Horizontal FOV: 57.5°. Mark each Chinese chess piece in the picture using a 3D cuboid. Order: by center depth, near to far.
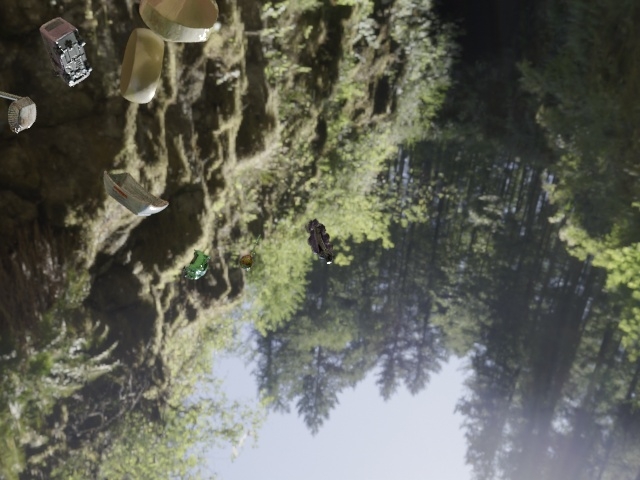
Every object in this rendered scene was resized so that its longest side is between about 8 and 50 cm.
[{"bbox_3d":[-0.656,-0.640,2.137,0.102,0.273,0.273,9,-158,-30],"label":"Chinese chess piece"}]

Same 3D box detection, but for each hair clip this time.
[{"bbox_3d":[0.002,-0.001,2.354,0.124,0.052,0.195,-6,-109,-48],"label":"hair clip"}]

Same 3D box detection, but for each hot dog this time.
[{"bbox_3d":[-0.997,-0.421,1.943,0.059,0.108,0.191,0,-161,-11],"label":"hot dog"}]

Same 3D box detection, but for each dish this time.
[{"bbox_3d":[-0.664,-0.158,2.063,0.212,0.077,0.151,36,-168,9],"label":"dish"}]

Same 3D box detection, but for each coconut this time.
[{"bbox_3d":[-0.469,-0.780,1.952,0.259,0.259,0.259,4,-153,-2],"label":"coconut"}]

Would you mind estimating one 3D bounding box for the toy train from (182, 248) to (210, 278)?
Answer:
[{"bbox_3d":[-0.461,0.096,2.201,0.081,0.149,0.099,22,-116,4],"label":"toy train"}]

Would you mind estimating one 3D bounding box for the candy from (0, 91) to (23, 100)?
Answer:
[{"bbox_3d":[-1.143,-0.501,1.903,0.365,0.124,0.124,10,-163,-45],"label":"candy"}]

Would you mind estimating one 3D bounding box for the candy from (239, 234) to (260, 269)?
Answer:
[{"bbox_3d":[-0.292,0.044,2.488,0.060,0.060,0.201,11,-134,12],"label":"candy"}]

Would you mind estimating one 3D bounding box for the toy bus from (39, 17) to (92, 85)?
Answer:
[{"bbox_3d":[-0.806,-0.593,1.842,0.108,0.199,0.096,39,-117,12],"label":"toy bus"}]
